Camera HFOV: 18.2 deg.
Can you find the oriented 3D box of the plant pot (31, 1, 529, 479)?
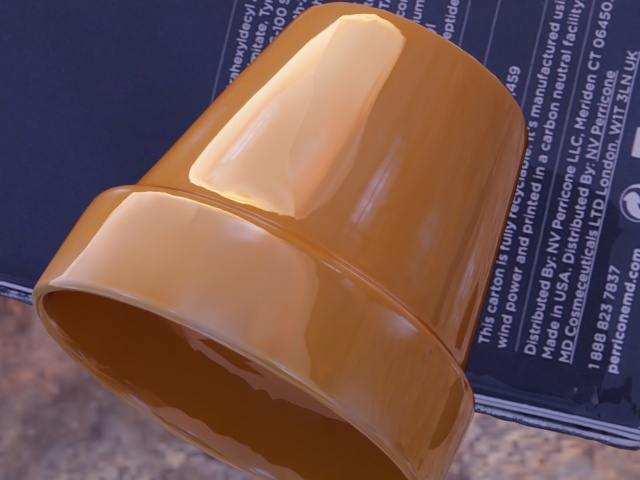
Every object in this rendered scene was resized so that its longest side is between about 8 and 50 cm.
[{"bbox_3d":[0.000,0.000,0.935,0.205,0.205,0.188,7,61,48],"label":"plant pot"}]

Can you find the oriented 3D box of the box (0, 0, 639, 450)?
[{"bbox_3d":[0.053,-0.043,1.443,0.471,0.480,0.297,11,88,14],"label":"box"}]
